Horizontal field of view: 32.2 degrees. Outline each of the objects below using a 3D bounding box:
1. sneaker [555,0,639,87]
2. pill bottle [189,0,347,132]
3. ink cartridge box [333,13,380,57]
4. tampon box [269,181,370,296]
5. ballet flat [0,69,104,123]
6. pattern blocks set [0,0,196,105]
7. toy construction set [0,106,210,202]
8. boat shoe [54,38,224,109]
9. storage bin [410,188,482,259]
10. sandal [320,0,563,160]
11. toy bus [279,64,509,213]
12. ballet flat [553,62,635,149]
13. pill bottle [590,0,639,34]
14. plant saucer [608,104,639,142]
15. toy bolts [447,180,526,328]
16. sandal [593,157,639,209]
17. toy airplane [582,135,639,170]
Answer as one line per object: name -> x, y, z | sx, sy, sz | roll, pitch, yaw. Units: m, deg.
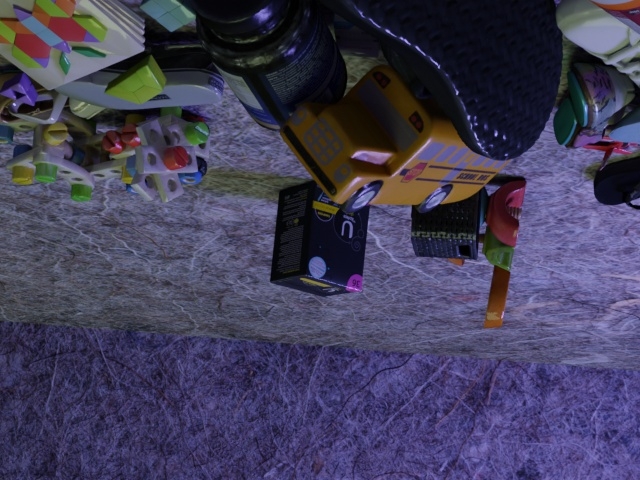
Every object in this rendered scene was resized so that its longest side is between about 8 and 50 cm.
sneaker -> 0.366, -0.170, 1.119 | 0.290, 0.123, 0.106 | 12, 165, -21
pill bottle -> -0.054, -0.206, 1.128 | 0.123, 0.123, 0.219 | 2, 161, 15
ink cartridge box -> 0.041, -0.229, 1.201 | 0.048, 0.028, 0.083 | 6, 165, 6
tampon box -> 0.000, 0.000, 1.823 | 0.120, 0.161, 0.101 | 16, 162, -36
ballet flat -> -0.321, -0.185, 1.420 | 0.232, 0.073, 0.080 | -2, 162, 27
pattern blocks set -> -0.292, -0.231, 1.187 | 0.285, 0.026, 0.325 | 29, 147, -26
toy construction set -> -0.277, -0.128, 1.507 | 0.327, 0.151, 0.215 | 8, 171, 38
boat shoe -> -0.214, -0.201, 1.322 | 0.219, 0.070, 0.078 | 2, 164, 16
storage bin -> 0.168, -0.073, 1.442 | 0.084, 0.180, 0.122 | 4, 165, 10
sandal -> 0.111, -0.217, 1.042 | 0.107, 0.167, 0.446 | 29, 177, 38
toy bus -> 0.099, -0.111, 1.229 | 0.130, 0.108, 0.332 | -44, 160, 24
ballet flat -> 0.322, -0.161, 1.293 | 0.079, 0.077, 0.221 | -14, 168, 3
pill bottle -> 0.316, -0.221, 0.944 | 0.221, 0.121, 0.121 | 19, 161, -40
plant saucer -> 0.436, -0.147, 1.298 | 0.195, 0.037, 0.195 | -2, 176, 0
toy bolts -> 0.224, 0.005, 1.731 | 0.158, 0.218, 0.228 | 10, 148, 9
sandal -> 0.475, -0.081, 1.539 | 0.097, 0.054, 0.254 | 14, 163, -28
toy airplane -> 0.393, -0.127, 1.452 | 0.151, 0.028, 0.151 | 7, 165, 2
